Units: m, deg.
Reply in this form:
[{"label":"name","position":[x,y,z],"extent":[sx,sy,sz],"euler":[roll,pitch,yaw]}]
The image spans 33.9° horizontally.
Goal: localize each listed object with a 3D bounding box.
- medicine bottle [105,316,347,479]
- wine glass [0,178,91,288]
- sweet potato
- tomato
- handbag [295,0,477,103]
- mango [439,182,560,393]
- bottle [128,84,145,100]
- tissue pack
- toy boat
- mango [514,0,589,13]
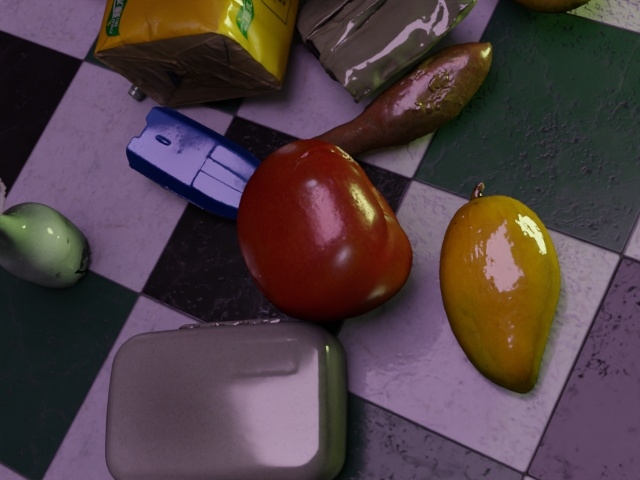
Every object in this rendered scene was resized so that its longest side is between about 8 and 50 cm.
[{"label":"medicine bottle","position":[-0.145,0.256,1.599],"extent":[0.375,0.123,0.282],"euler":[-5,71,16]},{"label":"wine glass","position":[-0.497,-0.010,1.707],"extent":[0.143,0.321,0.144],"euler":[-4,73,13]},{"label":"sweet potato","position":[0.116,-0.200,1.696],"extent":[0.385,0.109,0.109],"euler":[-31,64,11]},{"label":"tomato","position":[0.000,0.000,1.561],"extent":[0.226,0.298,0.299],"euler":[-38,64,6]},{"label":"handbag","position":[0.096,-0.369,1.732],"extent":[0.253,0.109,0.316],"euler":[-37,41,6]},{"label":"mango","position":[0.265,0.067,1.542],"extent":[0.176,0.119,0.317],"euler":[-6,78,13]},{"label":"bottle","position":[-0.315,-0.293,1.909],"extent":[0.030,0.030,0.083],"euler":[38,86,26]},{"label":"tissue pack","position":[-0.191,-0.450,1.798],"extent":[0.293,0.228,0.382],"euler":[-2,69,32]},{"label":"toy boat","position":[-0.178,-0.110,1.773],"extent":[0.295,0.088,0.129],"euler":[29,81,14]},{"label":"mango","position":[0.366,-0.542,1.674],"extent":[0.263,0.221,0.378],"euler":[0,79,14]}]
